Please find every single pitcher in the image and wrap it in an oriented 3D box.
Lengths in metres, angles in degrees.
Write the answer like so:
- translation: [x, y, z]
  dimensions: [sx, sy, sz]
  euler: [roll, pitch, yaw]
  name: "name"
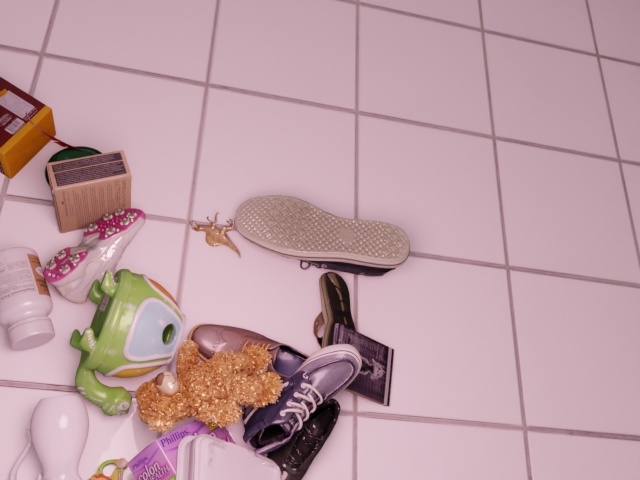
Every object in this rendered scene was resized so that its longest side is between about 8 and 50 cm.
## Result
- translation: [-0.619, 0.465, 1.535]
  dimensions: [0.178, 0.125, 0.207]
  euler: [-5, 76, -2]
  name: "pitcher"

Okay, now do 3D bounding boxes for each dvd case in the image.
- translation: [0.112, 0.334, 1.800]
  dimensions: [0.221, 0.018, 0.164]
  euler: [29, 56, -33]
  name: "dvd case"

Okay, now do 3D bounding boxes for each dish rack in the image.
- translation: [-0.174, 0.574, 1.425]
  dimensions: [0.286, 0.072, 0.332]
  euler: [32, 29, -30]
  name: "dish rack"

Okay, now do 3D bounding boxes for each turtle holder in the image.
- translation: [-0.462, 0.236, 1.618]
  dimensions: [0.228, 0.243, 0.320]
  euler: [23, 49, -23]
  name: "turtle holder"

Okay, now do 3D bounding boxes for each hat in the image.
- translation: [-0.669, -0.227, 1.818]
  dimensions: [0.209, 0.183, 0.172]
  euler: [-5, 66, -18]
  name: "hat"

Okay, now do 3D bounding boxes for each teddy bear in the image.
- translation: [-0.253, 0.328, 1.555]
  dimensions: [0.338, 0.113, 0.245]
  euler: [3, 48, -12]
  name: "teddy bear"

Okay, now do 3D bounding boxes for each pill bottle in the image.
- translation: [-0.731, 0.143, 1.647]
  dimensions: [0.131, 0.131, 0.229]
  euler: [-17, 70, -23]
  name: "pill bottle"

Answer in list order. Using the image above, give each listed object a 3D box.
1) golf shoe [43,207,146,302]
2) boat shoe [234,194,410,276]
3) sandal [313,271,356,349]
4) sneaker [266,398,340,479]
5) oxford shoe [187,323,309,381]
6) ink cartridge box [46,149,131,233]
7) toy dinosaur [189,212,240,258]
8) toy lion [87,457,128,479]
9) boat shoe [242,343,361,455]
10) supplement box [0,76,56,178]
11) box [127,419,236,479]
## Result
- translation: [-0.571, 0.037, 1.759]
  dimensions: [0.115, 0.140, 0.306]
  euler: [20, 52, 37]
  name: "golf shoe"
- translation: [0.000, 0.000, 1.916]
  dimensions: [0.501, 0.156, 0.186]
  euler: [11, 63, -2]
  name: "boat shoe"
- translation: [0.031, 0.232, 1.847]
  dimensions: [0.120, 0.086, 0.302]
  euler: [27, 47, -37]
  name: "sandal"
- translation: [-0.045, 0.502, 1.665]
  dimensions: [0.109, 0.130, 0.286]
  euler: [33, 61, 0]
  name: "sneaker"
- translation: [-0.162, 0.286, 1.736]
  dimensions: [0.364, 0.132, 0.129]
  euler: [19, 61, -6]
  name: "oxford shoe"
- translation: [-0.599, -0.125, 1.759]
  dimensions: [0.193, 0.234, 0.088]
  euler: [-13, 68, -22]
  name: "ink cartridge box"
- translation: [-0.280, -0.018, 1.912]
  dimensions: [0.183, 0.053, 0.092]
  euler: [31, 75, 9]
  name: "toy dinosaur"
- translation: [-0.498, 0.562, 1.564]
  dimensions: [0.096, 0.034, 0.100]
  euler: [-2, 64, -8]
  name: "toy lion"
- translation: [-0.042, 0.390, 1.616]
  dimensions: [0.341, 0.158, 0.127]
  euler: [-36, 108, 12]
  name: "boat shoe"
- translation: [-0.869, -0.313, 1.835]
  dimensions: [0.194, 0.129, 0.191]
  euler: [32, 61, 1]
  name: "supplement box"
- translation: [-0.273, 0.544, 1.526]
  dimensions: [0.243, 0.117, 0.214]
  euler: [54, 26, 14]
  name: "box"
